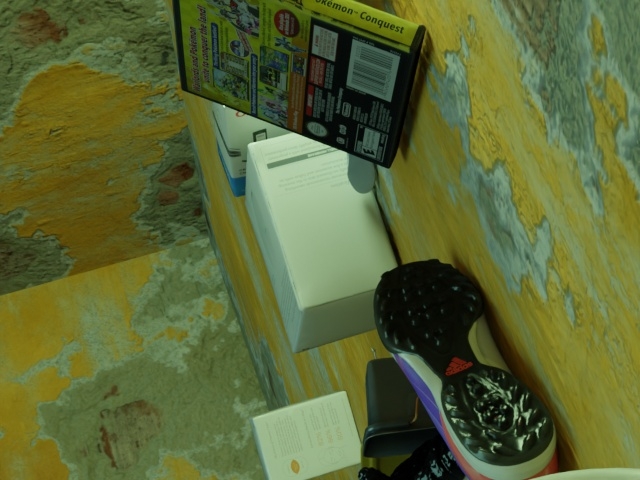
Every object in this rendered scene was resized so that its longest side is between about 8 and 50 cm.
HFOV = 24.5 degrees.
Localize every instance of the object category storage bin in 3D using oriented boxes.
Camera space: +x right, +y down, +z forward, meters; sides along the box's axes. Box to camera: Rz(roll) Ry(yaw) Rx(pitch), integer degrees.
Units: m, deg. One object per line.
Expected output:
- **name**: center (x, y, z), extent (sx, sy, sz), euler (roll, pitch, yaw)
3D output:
- **storage bin**: center (0.106, 0.168, 1.561), extent (0.098, 0.135, 0.091), euler (92, 170, -64)

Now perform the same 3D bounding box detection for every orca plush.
- **orca plush**: center (0.087, 0.268, 1.525), extent (0.287, 0.102, 0.151), euler (122, 164, -57)

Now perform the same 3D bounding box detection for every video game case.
- **video game case**: center (-0.028, -0.181, 1.489), extent (0.275, 0.248, 0.035), euler (97, -165, -69)

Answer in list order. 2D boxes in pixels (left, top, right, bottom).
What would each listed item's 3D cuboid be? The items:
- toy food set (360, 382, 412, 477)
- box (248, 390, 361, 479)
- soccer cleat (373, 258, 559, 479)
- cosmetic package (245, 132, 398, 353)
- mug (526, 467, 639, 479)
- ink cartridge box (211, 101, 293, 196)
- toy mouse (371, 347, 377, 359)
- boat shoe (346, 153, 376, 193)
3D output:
- **toy food set**: center (0.113, 0.233, 1.690), extent (0.071, 0.128, 0.218), euler (-75, -14, -60)
- **box**: center (-0.025, 0.345, 2.562), extent (0.091, 0.170, 0.130), euler (145, 110, -81)
- **soccer cleat**: center (0.134, 0.137, 1.400), extent (0.318, 0.108, 0.116), euler (-120, 13, -51)
- **cosmetic package**: center (0.000, 0.000, 1.881), extent (0.224, 0.138, 0.225), euler (102, 152, -72)
- **mug**: center (0.210, 0.318, 0.818), extent (0.374, 0.276, 0.328), euler (6, 107, 48)
- **ink cartridge box**: center (-0.063, -0.163, 1.958), extent (0.203, 0.148, 0.086), euler (87, 166, -58)
- **toy mouse**: center (0.092, 0.237, 2.074), extent (0.143, 0.031, 0.161), euler (-128, 24, -69)
- **boat shoe**: center (0.046, -0.106, 1.766), extent (0.035, 0.035, 0.100), euler (-62, -41, -61)
